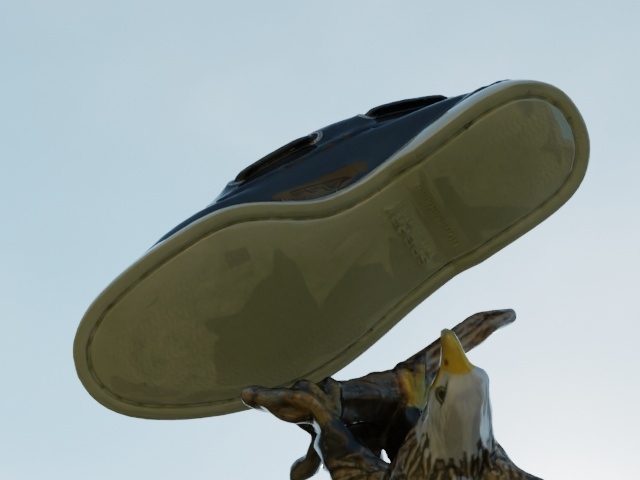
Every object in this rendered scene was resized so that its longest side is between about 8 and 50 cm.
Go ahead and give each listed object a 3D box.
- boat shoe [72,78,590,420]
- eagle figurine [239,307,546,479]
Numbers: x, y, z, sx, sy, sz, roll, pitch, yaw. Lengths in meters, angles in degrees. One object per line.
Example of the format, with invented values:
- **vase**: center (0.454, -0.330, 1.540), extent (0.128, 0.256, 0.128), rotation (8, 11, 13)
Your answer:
- **boat shoe**: center (-0.001, -0.004, 1.124), extent (0.127, 0.340, 0.113), rotation (59, -6, -18)
- **eagle figurine**: center (0.088, 0.148, 0.925), extent (0.298, 0.226, 0.225), rotation (38, -6, 45)
